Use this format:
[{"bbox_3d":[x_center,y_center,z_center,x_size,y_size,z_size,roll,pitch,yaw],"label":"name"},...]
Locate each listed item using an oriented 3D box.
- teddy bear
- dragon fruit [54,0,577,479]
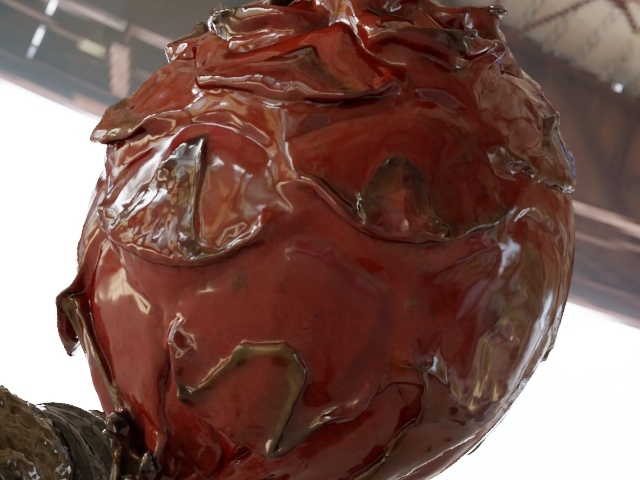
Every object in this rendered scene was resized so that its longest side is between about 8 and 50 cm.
[{"bbox_3d":[-0.145,0.145,0.805,0.182,0.129,0.251,24,-26,29],"label":"teddy bear"},{"bbox_3d":[0.000,0.000,0.506,0.172,0.209,0.172,23,0,0],"label":"dragon fruit"}]
